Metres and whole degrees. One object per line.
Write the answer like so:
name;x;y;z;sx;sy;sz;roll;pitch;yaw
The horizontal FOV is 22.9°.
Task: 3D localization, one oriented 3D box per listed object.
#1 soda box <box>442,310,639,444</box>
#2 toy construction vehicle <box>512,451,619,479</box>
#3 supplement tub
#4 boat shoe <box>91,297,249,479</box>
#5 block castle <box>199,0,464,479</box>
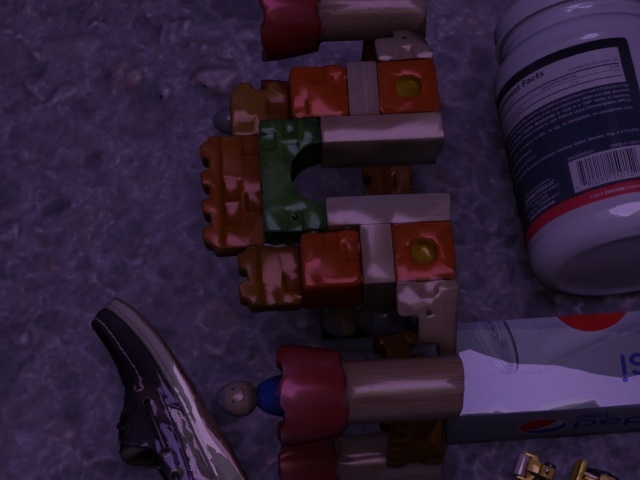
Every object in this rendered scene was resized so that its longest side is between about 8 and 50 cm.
soda box;0.257;0.128;1.506;0.286;0.091;0.098;-4;66;4
toy construction vehicle;0.224;0.241;1.492;0.098;0.035;0.086;21;70;13
supplement tub;0.276;-0.100;1.547;0.191;0.191;0.272;-9;66;2
boat shoe;-0.151;0.184;1.517;0.092;0.103;0.285;-31;74;-13
block castle;0.000;0.000;1.474;0.213;0.303;0.453;-2;67;-3
